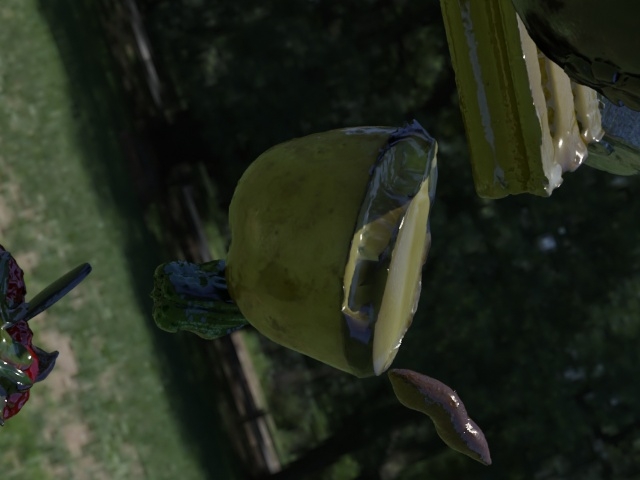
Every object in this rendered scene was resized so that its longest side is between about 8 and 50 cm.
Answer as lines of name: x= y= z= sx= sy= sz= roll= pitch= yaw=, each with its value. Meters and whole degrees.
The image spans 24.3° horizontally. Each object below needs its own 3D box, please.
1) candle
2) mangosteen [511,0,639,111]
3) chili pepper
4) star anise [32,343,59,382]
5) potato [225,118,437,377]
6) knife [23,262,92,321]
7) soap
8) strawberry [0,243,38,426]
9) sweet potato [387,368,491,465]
candle: x=0.333 y=-0.136 z=1.726 sx=0.192 sy=0.068 sz=0.168 roll=30 pitch=-11 yaw=-41
mangosteen: x=0.279 y=-0.239 z=1.159 sx=0.233 sy=0.287 sz=0.288 roll=121 pitch=-48 yaw=-59
chili pepper: x=-0.073 y=0.072 z=1.724 sx=0.099 sy=0.253 sz=0.083 roll=-106 pitch=-158 yaw=-65
star anise: x=-0.448 y=0.148 z=1.818 sx=0.220 sy=0.214 sz=0.099 roll=-17 pitch=-116 yaw=50
potato: x=0.000 y=0.000 z=1.611 sx=0.242 sy=0.242 sz=0.285 roll=90 pitch=10 yaw=-82
knife: x=-0.352 y=0.105 z=1.643 sx=0.018 sy=0.247 sz=0.035 roll=53 pitch=-5 yaw=-24
soap: x=0.198 y=-0.218 z=1.487 sx=0.199 sy=0.091 sz=0.315 roll=-44 pitch=125 yaw=-53
strawberry: x=-0.419 y=0.087 z=1.414 sx=0.257 sy=0.276 sz=0.257 roll=34 pitch=51 yaw=-56
sweet potato: x=0.177 y=0.245 z=2.085 sx=0.218 sy=0.065 sz=0.051 roll=43 pitch=34 yaw=-19
